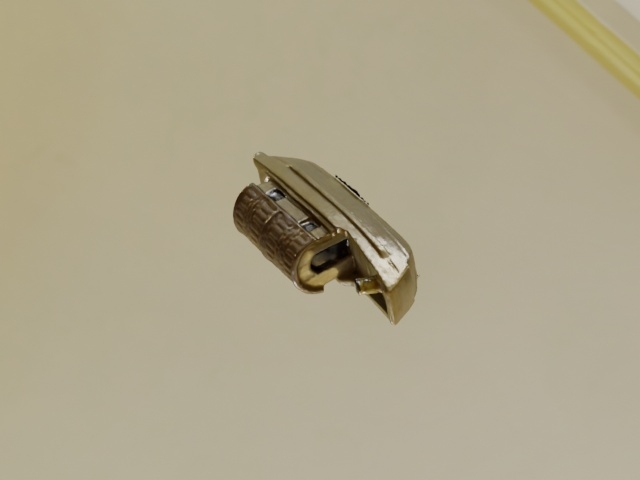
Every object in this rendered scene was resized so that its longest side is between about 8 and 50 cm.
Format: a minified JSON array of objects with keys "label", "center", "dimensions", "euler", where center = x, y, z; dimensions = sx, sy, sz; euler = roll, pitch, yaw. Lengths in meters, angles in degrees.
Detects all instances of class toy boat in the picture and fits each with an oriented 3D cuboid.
[{"label":"toy boat","center":[0.000,0.000,1.260],"dimensions":[0.226,0.088,0.068],"euler":[44,-27,48]}]
